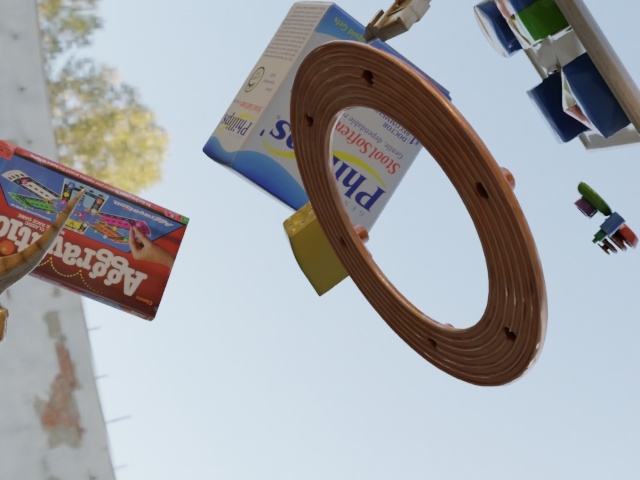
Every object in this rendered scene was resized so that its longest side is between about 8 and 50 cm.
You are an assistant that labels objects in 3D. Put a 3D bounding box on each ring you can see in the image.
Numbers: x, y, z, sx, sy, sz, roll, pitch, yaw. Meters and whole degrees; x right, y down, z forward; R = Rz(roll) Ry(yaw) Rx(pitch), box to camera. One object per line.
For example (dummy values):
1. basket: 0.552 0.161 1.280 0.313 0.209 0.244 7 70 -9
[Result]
1. ring: 0.081 -0.022 0.886 0.336 0.032 0.336 46 -27 31

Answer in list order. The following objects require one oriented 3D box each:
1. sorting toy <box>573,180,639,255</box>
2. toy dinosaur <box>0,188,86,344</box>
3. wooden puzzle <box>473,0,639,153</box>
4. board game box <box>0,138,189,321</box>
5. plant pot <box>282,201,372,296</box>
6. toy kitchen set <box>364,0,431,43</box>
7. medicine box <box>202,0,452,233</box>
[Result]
1. sorting toy: 0.316 -0.017 1.140 0.102 0.042 0.061 44 7 -11
2. toy dinosaur: -0.295 0.038 0.882 0.212 0.064 0.112 -15 -88 16
3. wooden puzzle: 0.316 -0.251 1.384 0.322 0.080 0.348 56 3 -3
4. board game box: -0.315 -0.016 1.249 0.027 0.281 0.145 -34 -143 62
5. plant pot: 0.000 0.000 1.219 0.083 0.081 0.081 51 5 -27
6. toy kitchen set: 0.057 -0.239 0.968 0.068 0.083 0.075 -17 -61 43
7. medicine box: 0.011 -0.181 1.578 0.289 0.263 0.149 -59 -153 -2
